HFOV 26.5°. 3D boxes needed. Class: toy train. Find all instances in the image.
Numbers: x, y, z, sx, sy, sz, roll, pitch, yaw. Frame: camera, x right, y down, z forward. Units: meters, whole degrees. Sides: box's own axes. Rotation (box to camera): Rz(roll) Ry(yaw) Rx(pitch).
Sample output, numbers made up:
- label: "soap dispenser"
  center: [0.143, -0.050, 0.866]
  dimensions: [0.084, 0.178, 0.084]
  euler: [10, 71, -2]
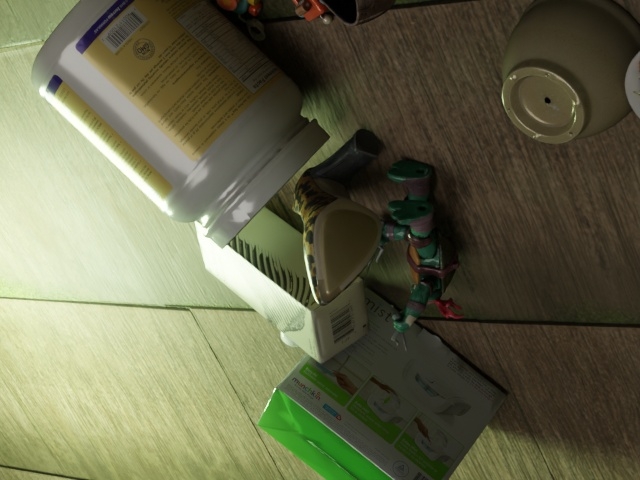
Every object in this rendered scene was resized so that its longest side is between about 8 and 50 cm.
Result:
- label: "toy train"
  center: [-0.066, -0.296, 1.678]
  dimensions: [0.166, 0.046, 0.125]
  euler: [-15, 115, 48]

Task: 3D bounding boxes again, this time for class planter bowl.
- label: "planter bowl"
  center: [0.260, -0.172, 1.454]
  dimensions: [0.162, 0.109, 0.162]
  euler: [24, 139, 22]

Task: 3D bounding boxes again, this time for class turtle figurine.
- label: "turtle figurine"
  center: [0.122, 0.020, 1.776]
  dimensions: [0.175, 0.118, 0.234]
  euler: [-114, 15, -47]

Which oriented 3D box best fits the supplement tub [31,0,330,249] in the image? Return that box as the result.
- label: "supplement tub"
  center: [-0.175, -0.175, 1.737]
  dimensions: [0.331, 0.241, 0.241]
  euler: [44, 144, -3]

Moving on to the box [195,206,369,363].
- label: "box"
  center: [-0.056, 0.047, 1.910]
  dimensions: [0.275, 0.094, 0.113]
  euler: [35, 147, 40]

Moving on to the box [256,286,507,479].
- label: "box"
  center: [0.088, 0.236, 1.918]
  dimensions: [0.262, 0.231, 0.127]
  euler: [37, 143, 7]

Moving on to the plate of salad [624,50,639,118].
- label: "plate of salad"
  center: [0.405, -0.141, 1.367]
  dimensions: [0.200, 0.048, 0.200]
  euler: [14, 148, 9]

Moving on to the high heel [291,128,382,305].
- label: "high heel"
  center: [0.000, 0.000, 1.755]
  dimensions: [0.093, 0.261, 0.186]
  euler: [25, 145, -17]

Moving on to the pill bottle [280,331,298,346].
- label: "pill bottle"
  center: [-0.033, 0.106, 2.038]
  dimensions: [0.065, 0.065, 0.116]
  euler: [29, 142, 18]

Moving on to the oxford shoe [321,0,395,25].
- label: "oxford shoe"
  center: [-0.046, -0.388, 1.493]
  dimensions: [0.363, 0.133, 0.130]
  euler: [43, 144, -1]
